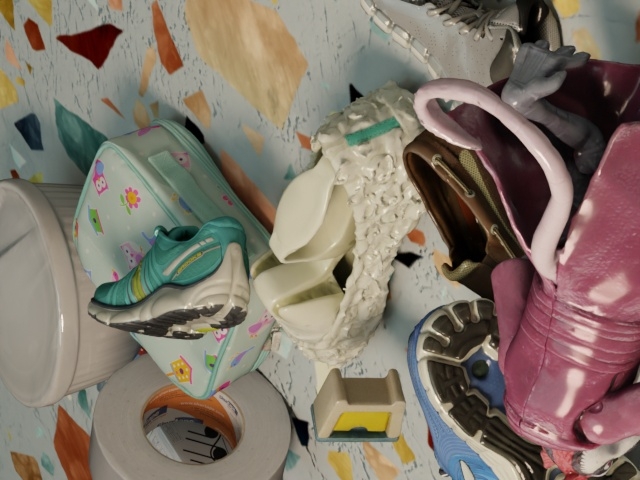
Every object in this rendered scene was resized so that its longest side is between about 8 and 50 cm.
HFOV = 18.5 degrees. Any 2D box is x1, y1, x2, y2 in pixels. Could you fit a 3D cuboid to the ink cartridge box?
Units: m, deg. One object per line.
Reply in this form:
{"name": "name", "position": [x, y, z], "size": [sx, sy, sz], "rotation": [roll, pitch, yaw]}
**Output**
{"name": "ink cartridge box", "position": [-0.101, 0.283, 2.258], "size": [0.207, 0.097, 0.046], "rotation": [56, 149, 16]}

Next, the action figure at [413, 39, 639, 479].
{"name": "action figure", "position": [0.209, 0.052, 1.457], "size": [0.248, 0.275, 0.370], "rotation": [30, 122, 36]}

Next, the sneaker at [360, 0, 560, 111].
{"name": "sneaker", "position": [0.124, -0.187, 1.591], "size": [0.229, 0.086, 0.132], "rotation": [52, 144, 2]}

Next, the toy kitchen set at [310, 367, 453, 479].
{"name": "toy kitchen set", "position": [0.086, 0.233, 1.805], "size": [0.122, 0.166, 0.207], "rotation": [107, 159, -45]}

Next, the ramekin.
{"name": "ramekin", "position": [-0.307, 0.055, 2.337], "size": [0.273, 0.127, 0.273], "rotation": [24, 118, 55]}

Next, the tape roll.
{"name": "tape roll", "position": [-0.144, 0.222, 2.160], "size": [0.219, 0.219, 0.072], "rotation": [47, 145, 28]}

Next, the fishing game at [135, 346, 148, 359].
{"name": "fishing game", "position": [-0.209, 0.107, 2.355], "size": [0.189, 0.041, 0.264], "rotation": [48, 144, 27]}

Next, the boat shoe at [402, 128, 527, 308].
{"name": "boat shoe", "position": [0.144, 0.018, 1.681], "size": [0.257, 0.095, 0.095], "rotation": [63, 150, 2]}

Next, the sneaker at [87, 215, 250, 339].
{"name": "sneaker", "position": [-0.145, 0.040, 1.984], "size": [0.275, 0.107, 0.110], "rotation": [-15, 66, 56]}

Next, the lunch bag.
{"name": "lunch bag", "position": [-0.145, 0.019, 2.120], "size": [0.279, 0.108, 0.224], "rotation": [49, 141, 21]}

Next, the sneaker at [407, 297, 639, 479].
{"name": "sneaker", "position": [0.181, 0.191, 1.676], "size": [0.330, 0.129, 0.147], "rotation": [60, 169, -6]}

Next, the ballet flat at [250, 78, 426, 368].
{"name": "ballet flat", "position": [0.000, 0.000, 1.860], "size": [0.147, 0.147, 0.409], "rotation": [51, 148, 22]}
